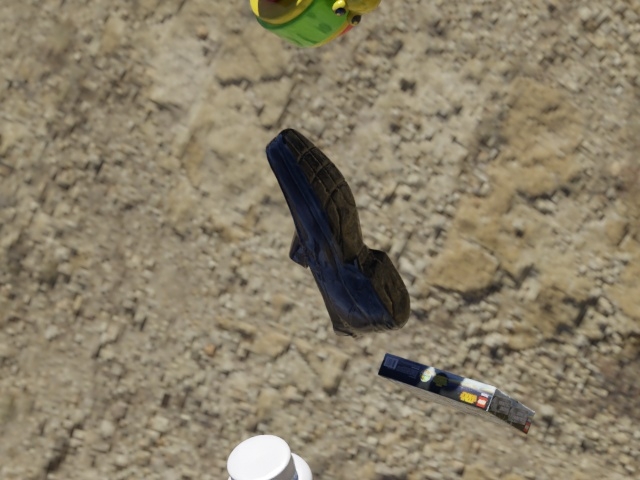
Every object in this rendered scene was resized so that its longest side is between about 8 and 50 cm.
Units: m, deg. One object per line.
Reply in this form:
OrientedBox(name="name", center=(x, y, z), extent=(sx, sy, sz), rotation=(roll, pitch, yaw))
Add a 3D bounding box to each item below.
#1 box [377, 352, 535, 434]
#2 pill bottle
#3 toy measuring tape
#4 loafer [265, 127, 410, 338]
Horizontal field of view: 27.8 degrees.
OrientedBox(name="box", center=(0.138, 0.156, 1.316), extent=(0.137, 0.094, 0.027), rotation=(15, 78, 40))
OrientedBox(name="pill bottle", center=(-0.055, 0.359, 1.697), extent=(0.117, 0.215, 0.117), rotation=(-10, 36, 8))
OrientedBox(name="toy measuring tape", center=(-0.047, -0.271, 1.324), extent=(0.330, 0.121, 0.121), rotation=(32, 94, 50))
OrientedBox(name="loafer", center=(0.000, 0.000, 0.946), extent=(0.061, 0.062, 0.170), rotation=(-23, 101, 29))
